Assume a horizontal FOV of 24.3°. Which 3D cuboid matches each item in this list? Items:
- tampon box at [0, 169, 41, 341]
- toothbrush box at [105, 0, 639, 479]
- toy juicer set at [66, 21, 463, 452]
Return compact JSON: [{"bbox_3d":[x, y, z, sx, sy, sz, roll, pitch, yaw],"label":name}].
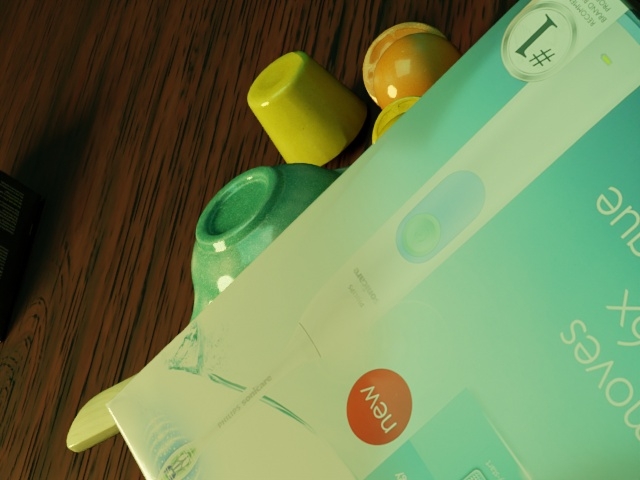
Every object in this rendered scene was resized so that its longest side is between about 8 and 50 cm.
[{"bbox_3d":[-0.334,0.019,1.303,0.120,0.101,0.161,-25,43,39],"label":"tampon box"},{"bbox_3d":[0.083,0.065,0.630,0.295,0.126,0.216,-44,59,18],"label":"toothbrush box"},{"bbox_3d":[0.000,0.000,0.900,0.209,0.089,0.329,-14,38,42],"label":"toy juicer set"}]
